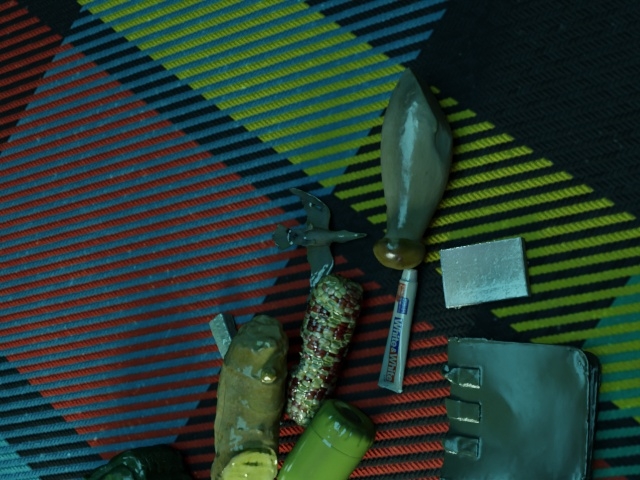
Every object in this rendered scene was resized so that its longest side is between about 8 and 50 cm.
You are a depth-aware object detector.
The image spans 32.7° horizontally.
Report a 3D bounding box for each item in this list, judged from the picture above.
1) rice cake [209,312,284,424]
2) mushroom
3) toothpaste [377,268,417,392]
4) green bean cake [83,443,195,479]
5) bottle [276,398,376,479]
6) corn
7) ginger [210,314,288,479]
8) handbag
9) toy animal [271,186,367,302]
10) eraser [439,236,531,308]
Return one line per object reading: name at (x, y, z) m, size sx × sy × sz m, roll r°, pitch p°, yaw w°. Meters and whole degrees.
rice cake at (-0.141, 0.248, 2.049) m, size 0.045 × 0.042 × 0.245 m, roll -39°, pitch 68°, yaw 22°
mushroom at (0.158, -0.123, 1.881) m, size 0.128 × 0.128 × 0.350 m, roll 7°, pitch 86°, yaw 29°
toothpaste at (0.141, 0.157, 1.913) m, size 0.052 × 0.033 × 0.218 m, roll 12°, pitch 94°, yaw 35°
green bean cake at (-0.362, 0.578, 2.062) m, size 0.308 × 0.169 × 0.300 m, roll -38°, pitch 68°, yaw 21°
bottle at (-0.011, 0.409, 1.919) m, size 0.112 × 0.112 × 0.260 m, roll 39°, pitch 103°, yaw 27°
corn at (-0.001, 0.200, 1.948) m, size 0.098 × 0.098 × 0.290 m, roll 23°, pitch 99°, yaw 29°
ginger at (-0.128, 0.306, 1.929) m, size 0.190 × 0.126 × 0.354 m, roll -1°, pitch 80°, yaw 65°
handbag at (0.318, 0.287, 1.773) m, size 0.260 × 0.079 × 0.247 m, roll 3°, pitch 85°, yaw 30°
toy animal at (0.000, 0.000, 1.971) m, size 0.155 × 0.095 × 0.219 m, roll -7°, pitch 82°, yaw 32°
eraser at (0.280, 0.056, 1.851) m, size 0.150 × 0.023 × 0.104 m, roll -10°, pitch 79°, yaw 28°
